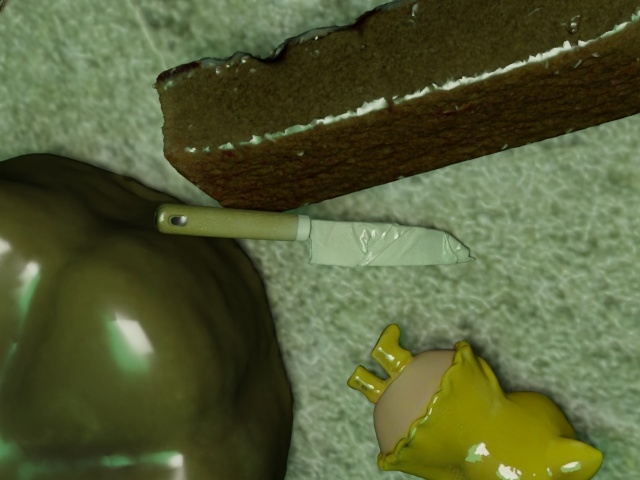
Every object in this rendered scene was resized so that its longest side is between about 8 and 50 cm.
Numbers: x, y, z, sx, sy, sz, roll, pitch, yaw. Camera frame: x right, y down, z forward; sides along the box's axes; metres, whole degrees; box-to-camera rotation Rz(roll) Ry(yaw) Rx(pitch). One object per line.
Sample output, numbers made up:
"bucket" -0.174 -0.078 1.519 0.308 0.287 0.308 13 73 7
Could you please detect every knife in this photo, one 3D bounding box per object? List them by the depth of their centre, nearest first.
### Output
"knife" -0.001 0.000 1.230 0.298 0.017 0.047 4 94 -18

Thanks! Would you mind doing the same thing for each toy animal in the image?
"toy animal" 0.130 0.173 1.242 0.230 0.156 0.156 36 110 7

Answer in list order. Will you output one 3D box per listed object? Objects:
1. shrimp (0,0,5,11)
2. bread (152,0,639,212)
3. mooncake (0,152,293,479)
"shrimp" -0.314 -0.237 1.316 0.038 0.029 0.092 40 104 11
"bread" 0.084 -0.130 1.157 0.417 0.165 0.113 -14 69 16
"mooncake" -0.259 0.159 1.277 0.467 0.262 0.466 4 106 15
